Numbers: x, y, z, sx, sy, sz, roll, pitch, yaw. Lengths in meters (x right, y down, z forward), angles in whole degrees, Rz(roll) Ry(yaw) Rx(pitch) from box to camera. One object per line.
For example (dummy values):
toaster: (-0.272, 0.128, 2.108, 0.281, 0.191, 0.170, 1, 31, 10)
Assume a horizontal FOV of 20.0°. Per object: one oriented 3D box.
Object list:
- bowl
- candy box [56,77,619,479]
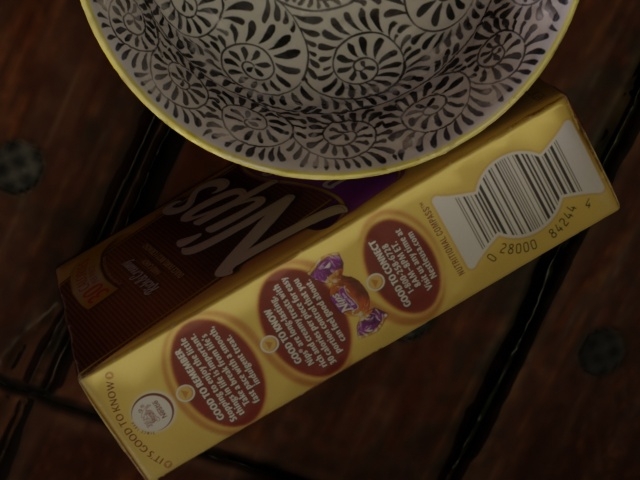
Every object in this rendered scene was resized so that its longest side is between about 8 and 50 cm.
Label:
bowl: (0.001, -0.108, 0.615, 0.170, 0.080, 0.170, 0, 97, -4)
candy box: (0.000, 0.000, 0.645, 0.187, 0.109, 0.053, -32, 113, -1)
